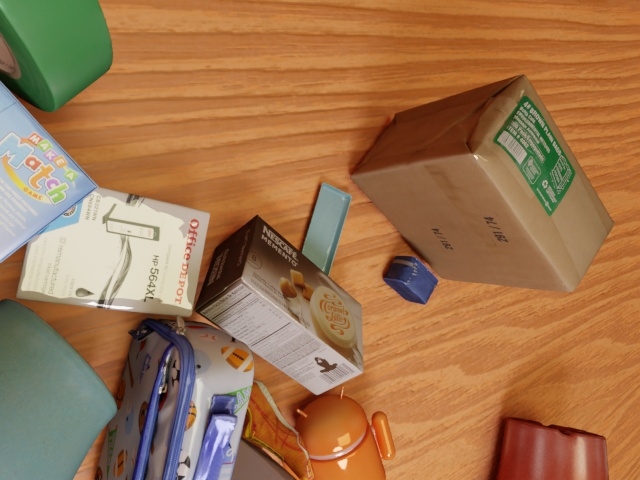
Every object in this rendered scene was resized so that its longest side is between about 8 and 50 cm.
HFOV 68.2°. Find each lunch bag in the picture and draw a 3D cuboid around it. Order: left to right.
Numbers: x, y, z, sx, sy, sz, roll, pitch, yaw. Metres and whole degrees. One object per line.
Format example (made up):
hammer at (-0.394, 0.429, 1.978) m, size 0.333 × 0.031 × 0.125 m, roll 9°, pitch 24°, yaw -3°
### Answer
lunch bag at (-0.184, 0.241, 0.577) m, size 0.115 × 0.243 × 0.303 m, roll 13°, pitch 85°, yaw -32°
lunch bag at (0.177, 0.074, 0.903) m, size 0.098 × 0.067 × 0.065 m, roll 41°, pitch 71°, yaw -27°

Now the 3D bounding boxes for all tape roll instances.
tape roll at (-0.334, -0.269, 0.419) m, size 0.077 × 0.321 × 0.321 m, roll -48°, pitch 115°, yaw -22°

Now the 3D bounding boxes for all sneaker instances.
sneaker at (-0.075, 0.296, 0.718) m, size 0.067 × 0.175 × 0.064 m, roll -31°, pitch 151°, yaw -29°

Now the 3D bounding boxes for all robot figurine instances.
robot figurine at (0.034, 0.353, 0.788) m, size 0.128 × 0.158 × 0.219 m, roll -42°, pitch 117°, yaw -60°

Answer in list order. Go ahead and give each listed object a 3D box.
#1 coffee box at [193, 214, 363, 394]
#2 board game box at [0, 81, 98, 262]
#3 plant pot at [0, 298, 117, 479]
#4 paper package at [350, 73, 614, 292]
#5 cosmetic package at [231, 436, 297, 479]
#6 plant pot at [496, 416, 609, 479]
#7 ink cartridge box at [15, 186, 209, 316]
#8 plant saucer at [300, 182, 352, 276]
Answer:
coffee box at (-0.049, 0.100, 0.709) m, size 0.246 × 0.098 × 0.141 m, roll 43°, pitch 29°, yaw -26°
board game box at (-0.365, -0.049, 0.469) m, size 0.211 × 0.039 × 0.160 m, roll -44°, pitch 119°, yaw -17°
plant pot at (-0.361, 0.206, 0.466) m, size 0.255 × 0.271 × 0.272 m, roll -46°, pitch 114°, yaw -38°
paper package at (0.268, -0.076, 0.814) m, size 0.325 × 0.309 × 0.168 m, roll 45°, pitch 69°, yaw -24°
cosmetic package at (-0.086, 0.367, 0.649) m, size 0.085 × 0.231 × 0.117 m, roll 44°, pitch 70°, yaw -25°
plant pot at (0.500, 0.540, 1.025) m, size 0.272 × 0.272 × 0.265 m, roll 19°, pitch 73°, yaw -31°
ink cartridge box at (-0.261, 0.012, 0.613) m, size 0.203 × 0.086 × 0.148 m, roll 12°, pitch 85°, yaw -31°
plant saucer at (0.000, 0.000, 0.819) m, size 0.067 × 0.018 × 0.192 m, roll 22°, pitch 81°, yaw -31°
